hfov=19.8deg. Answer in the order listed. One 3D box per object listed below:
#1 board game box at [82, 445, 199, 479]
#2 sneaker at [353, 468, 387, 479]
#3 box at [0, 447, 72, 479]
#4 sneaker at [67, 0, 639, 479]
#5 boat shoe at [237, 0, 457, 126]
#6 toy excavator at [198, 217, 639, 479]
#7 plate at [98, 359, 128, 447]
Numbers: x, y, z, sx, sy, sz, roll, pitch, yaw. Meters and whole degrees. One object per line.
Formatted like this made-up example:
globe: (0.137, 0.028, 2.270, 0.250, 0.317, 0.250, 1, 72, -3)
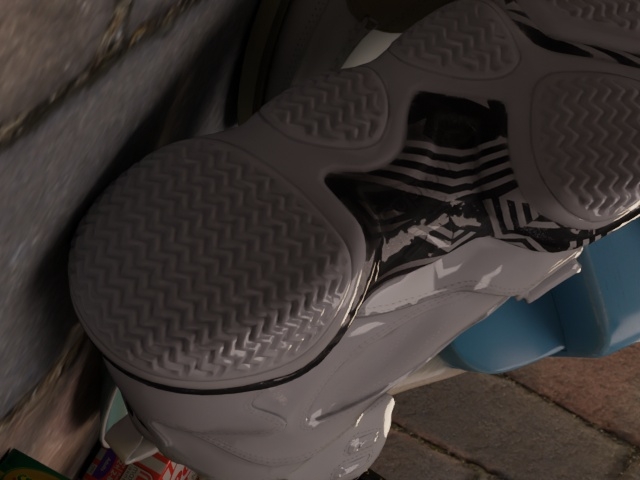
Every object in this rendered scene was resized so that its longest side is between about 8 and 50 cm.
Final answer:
board game box: (-0.096, 0.123, 1.229, 0.147, 0.045, 0.193, -60, 173, -15)
sneaker: (0.012, 0.174, 1.311, 0.083, 0.118, 0.222, -64, 151, -18)
box: (-0.097, 0.188, 0.937, 0.043, 0.179, 0.105, -54, 170, -44)
sneaker: (0.042, 0.004, 0.935, 0.365, 0.137, 0.210, -23, 155, -20)
boat shoe: (0.048, -0.152, 0.943, 0.113, 0.103, 0.302, -50, 167, -57)
toy excavator: (0.058, 0.025, 1.131, 0.445, 0.433, 0.222, -18, -174, -24)
plate: (-0.084, 0.033, 1.057, 0.188, 0.024, 0.188, -60, 172, -13)
